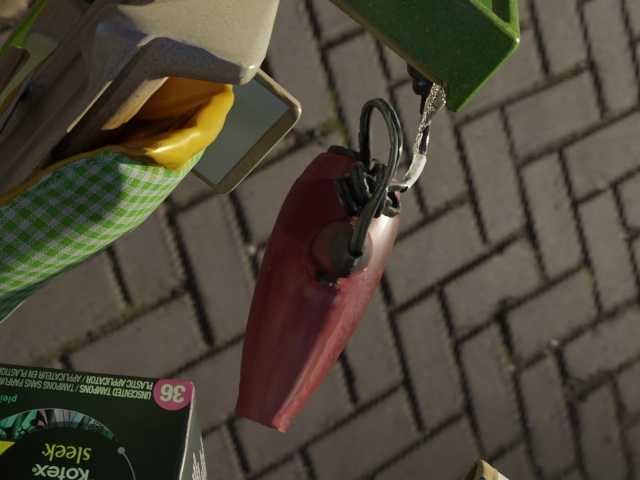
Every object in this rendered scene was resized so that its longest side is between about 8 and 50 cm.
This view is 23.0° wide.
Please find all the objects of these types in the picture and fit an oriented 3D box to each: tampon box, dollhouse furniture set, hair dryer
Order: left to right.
[{"bbox_3d":[-0.116,0.143,0.623,0.101,0.121,0.161,89,7,-57],"label":"tampon box"},{"bbox_3d":[-0.045,-0.030,0.587,0.151,0.301,0.197,38,116,-16],"label":"dollhouse furniture set"},{"bbox_3d":[0.000,0.000,0.969,0.223,0.080,0.293,-58,169,-54],"label":"hair dryer"}]

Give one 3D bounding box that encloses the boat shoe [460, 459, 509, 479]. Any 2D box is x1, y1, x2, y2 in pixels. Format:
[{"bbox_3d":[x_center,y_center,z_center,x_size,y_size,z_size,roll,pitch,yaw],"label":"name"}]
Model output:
[{"bbox_3d":[0.058,0.209,0.924,0.072,0.068,0.190,47,55,-10],"label":"boat shoe"}]
